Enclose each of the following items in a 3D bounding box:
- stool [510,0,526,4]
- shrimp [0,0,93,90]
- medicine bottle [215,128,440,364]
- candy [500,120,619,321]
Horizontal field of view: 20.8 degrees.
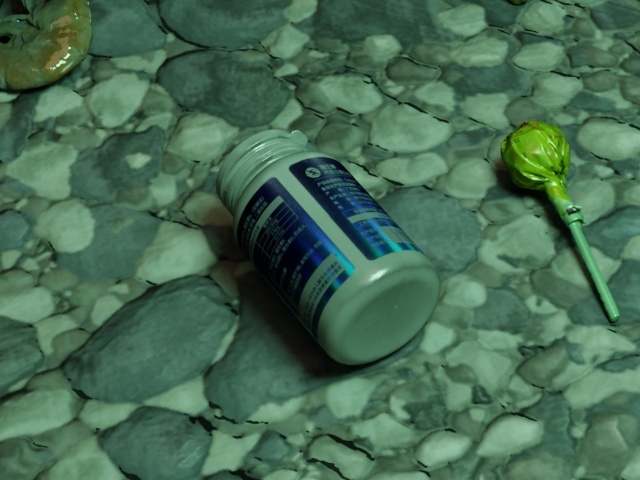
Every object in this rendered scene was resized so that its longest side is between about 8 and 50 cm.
[{"bbox_3d":[0.165,-0.299,1.602,0.134,0.110,0.135,-14,50,-10],"label":"stool"},{"bbox_3d":[-0.277,-0.223,1.610,0.126,0.047,0.223,-17,52,2],"label":"shrimp"},{"bbox_3d":[0.000,0.000,1.366,0.107,0.107,0.191,-28,54,-19],"label":"medicine bottle"},{"bbox_3d":[0.201,-0.016,1.413,0.062,0.058,0.193,3,53,-37],"label":"candy"}]
